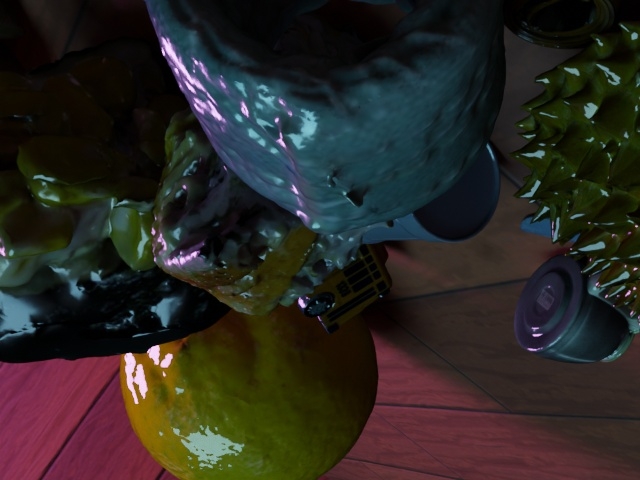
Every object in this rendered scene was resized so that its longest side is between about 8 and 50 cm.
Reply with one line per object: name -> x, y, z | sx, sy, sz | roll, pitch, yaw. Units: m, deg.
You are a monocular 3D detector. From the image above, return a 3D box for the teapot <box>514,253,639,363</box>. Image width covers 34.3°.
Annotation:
teapot -> 0.238, 0.069, 0.901 | 0.090, 0.092, 0.124 | 23, 173, -21

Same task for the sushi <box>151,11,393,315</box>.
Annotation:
sushi -> -0.036, -0.054, 0.795 | 0.139, 0.274, 0.184 | 27, 136, -26

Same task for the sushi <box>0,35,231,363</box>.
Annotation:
sushi -> -0.249, -0.067, 1.041 | 0.327, 0.329, 0.285 | -7, 141, 3

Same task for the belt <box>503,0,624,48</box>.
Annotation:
belt -> 0.145, -0.143, 0.608 | 0.059, 0.036, 0.083 | 34, 163, -21

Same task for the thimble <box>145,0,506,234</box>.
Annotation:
thimble -> 0.008, -0.119, 0.598 | 0.198, 0.235, 0.143 | -6, 150, 9

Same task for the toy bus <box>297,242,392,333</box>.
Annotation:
toy bus -> 0.000, 0.000, 1.082 | 0.098, 0.114, 0.201 | 57, 178, 36

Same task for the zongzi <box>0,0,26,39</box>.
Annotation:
zongzi -> -0.485, -0.348, 1.021 | 0.356, 0.174, 0.393 | 45, -175, 3

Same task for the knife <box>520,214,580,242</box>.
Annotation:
knife -> 0.268, 0.003, 0.801 | 0.044, 0.019, 0.313 | 43, 162, -33

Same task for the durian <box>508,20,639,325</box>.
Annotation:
durian -> 0.212, -0.042, 0.618 | 0.172, 0.166, 0.306 | 62, 159, 12

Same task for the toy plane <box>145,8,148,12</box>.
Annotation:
toy plane -> -0.157, -0.230, 0.816 | 0.246, 0.078, 0.169 | 22, 159, 14

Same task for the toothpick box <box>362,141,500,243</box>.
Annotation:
toothpick box -> 0.065, -0.047, 0.877 | 0.101, 0.101, 0.153 | 43, 159, -25

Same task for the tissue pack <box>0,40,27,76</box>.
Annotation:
tissue pack -> -0.547, -0.207, 1.229 | 0.387, 0.267, 0.277 | 40, 174, -8

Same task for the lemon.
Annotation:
lemon -> -0.086, 0.167, 1.332 | 0.348, 0.348, 0.348 | 30, 161, 11
